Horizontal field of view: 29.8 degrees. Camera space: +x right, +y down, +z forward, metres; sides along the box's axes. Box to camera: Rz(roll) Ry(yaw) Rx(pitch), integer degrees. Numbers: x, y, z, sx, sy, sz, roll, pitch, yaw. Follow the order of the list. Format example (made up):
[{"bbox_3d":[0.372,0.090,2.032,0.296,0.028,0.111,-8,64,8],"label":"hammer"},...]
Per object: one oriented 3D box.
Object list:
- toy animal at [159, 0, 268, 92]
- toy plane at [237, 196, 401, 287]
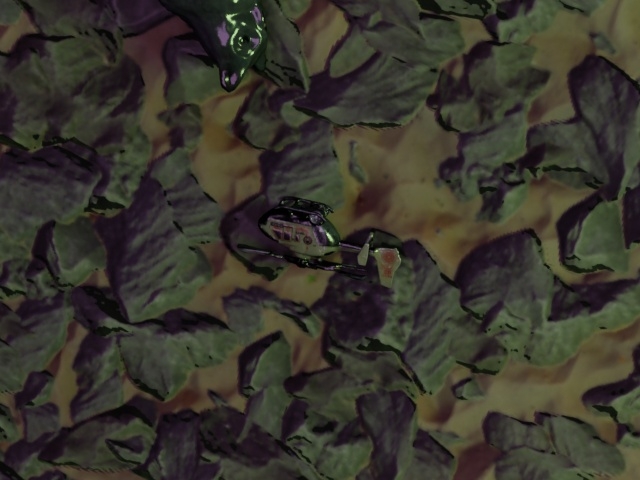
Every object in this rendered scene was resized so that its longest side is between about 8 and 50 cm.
[{"bbox_3d":[-0.106,-0.203,0.825,0.117,0.121,0.210,-4,106,29],"label":"toy animal"},{"bbox_3d":[0.000,0.000,0.871,0.121,0.031,0.049,12,107,9],"label":"toy plane"}]
